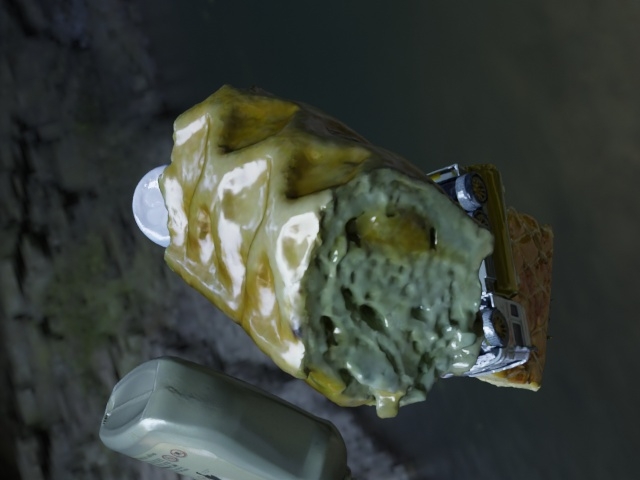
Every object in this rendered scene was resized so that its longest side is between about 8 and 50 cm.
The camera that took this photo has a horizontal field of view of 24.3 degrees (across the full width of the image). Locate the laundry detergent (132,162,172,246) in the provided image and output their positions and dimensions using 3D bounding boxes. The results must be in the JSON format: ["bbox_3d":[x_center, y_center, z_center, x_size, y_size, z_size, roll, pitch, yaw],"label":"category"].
[{"bbox_3d":[-0.084,-0.024,1.535,0.335,0.088,0.159,13,-83,-69],"label":"laundry detergent"}]

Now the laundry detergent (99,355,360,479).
[{"bbox_3d":[-0.073,0.199,1.428,0.181,0.253,0.091,-30,40,55],"label":"laundry detergent"}]

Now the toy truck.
[{"bbox_3d":[0.152,0.027,1.516,0.114,0.098,0.227,17,-120,-53],"label":"toy truck"}]

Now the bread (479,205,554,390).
[{"bbox_3d":[0.201,0.063,1.621,0.125,0.068,0.188,19,-105,-56],"label":"bread"}]

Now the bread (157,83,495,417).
[{"bbox_3d":[0.000,0.006,1.218,0.238,0.196,0.252,35,177,-30],"label":"bread"}]
